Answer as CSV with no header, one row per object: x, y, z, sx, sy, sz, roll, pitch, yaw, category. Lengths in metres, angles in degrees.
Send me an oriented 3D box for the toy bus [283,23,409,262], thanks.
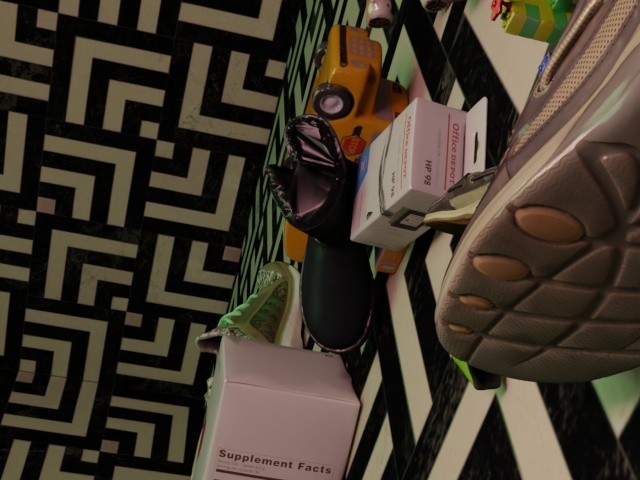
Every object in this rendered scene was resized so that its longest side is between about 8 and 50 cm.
0.026,-0.114,1.265,0.108,0.130,0.332,-88,13,-46,toy bus

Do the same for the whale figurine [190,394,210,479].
-0.104,0.305,1.438,0.216,0.141,0.272,-46,-29,-39,whale figurine

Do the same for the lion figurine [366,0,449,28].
0.036,-0.393,1.087,0.392,0.142,0.240,23,-123,-58,lion figurine

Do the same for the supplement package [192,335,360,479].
-0.073,0.299,1.260,0.177,0.175,0.292,-117,39,-76,supplement package

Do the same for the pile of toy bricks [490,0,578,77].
0.157,-0.144,0.614,0.118,0.105,0.212,112,165,-48,pile of toy bricks

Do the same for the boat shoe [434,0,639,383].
0.170,-0.061,0.463,0.355,0.132,0.130,-58,11,42,boat shoe

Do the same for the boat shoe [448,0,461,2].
0.140,-0.336,1.039,0.228,0.080,0.076,-96,7,-45,boat shoe

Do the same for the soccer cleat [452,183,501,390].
0.137,0.032,0.710,0.072,0.060,0.178,-111,25,-54,soccer cleat

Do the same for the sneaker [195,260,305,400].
-0.127,0.159,1.703,0.410,0.182,0.158,-95,18,-59,sneaker

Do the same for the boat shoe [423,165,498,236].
0.135,-0.033,0.801,0.152,0.056,0.049,168,118,-69,boat shoe

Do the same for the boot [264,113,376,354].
0.000,0.000,1.078,0.207,0.094,0.246,34,-122,-72,boot

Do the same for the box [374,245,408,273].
0.089,-0.024,1.117,0.136,0.028,0.081,114,163,-47,box

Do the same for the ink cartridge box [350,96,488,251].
0.095,-0.070,0.957,0.180,0.060,0.104,137,143,-60,ink cartridge box
